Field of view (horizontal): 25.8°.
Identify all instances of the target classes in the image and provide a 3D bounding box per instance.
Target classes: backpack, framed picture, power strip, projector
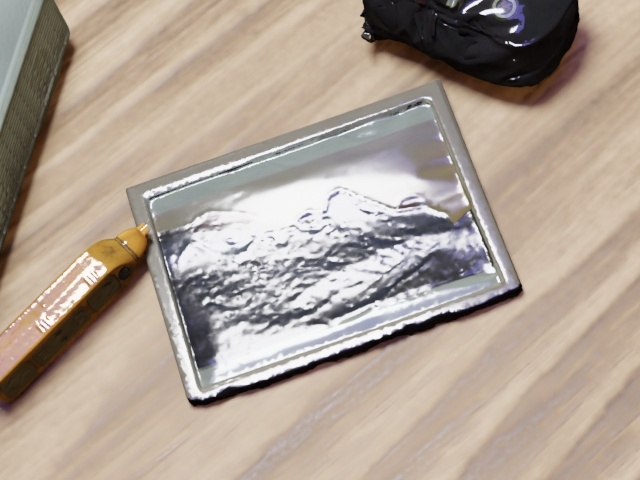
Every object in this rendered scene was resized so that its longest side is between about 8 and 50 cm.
[{"bbox_3d":[0.120,-0.193,1.089,0.165,0.106,0.120,22,67,20],"label":"backpack"},{"bbox_3d":[0.000,0.000,1.072,0.265,0.018,0.192,-20,67,-1],"label":"framed picture"},{"bbox_3d":[-0.193,0.052,1.056,0.028,0.049,0.178,40,78,19],"label":"power strip"},{"bbox_3d":[-0.325,-0.090,1.112,0.192,0.099,0.256,9,69,10],"label":"projector"}]
